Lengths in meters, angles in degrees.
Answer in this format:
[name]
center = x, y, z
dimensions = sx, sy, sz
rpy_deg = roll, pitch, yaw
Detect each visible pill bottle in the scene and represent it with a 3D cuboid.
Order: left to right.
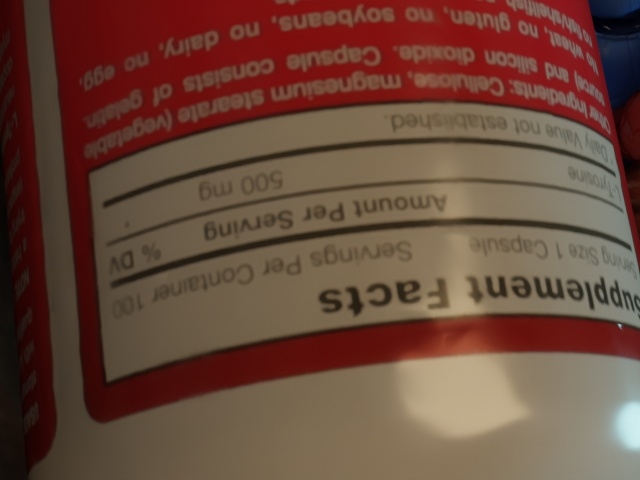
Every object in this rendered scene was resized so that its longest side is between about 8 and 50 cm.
[pill bottle]
center = 0.000, 0.000, 0.549
dimensions = 0.229, 0.229, 0.408
rpy_deg = 6, 68, -38

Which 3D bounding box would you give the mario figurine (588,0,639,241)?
[mario figurine]
center = 0.183, -0.095, 0.747
dimensions = 0.198, 0.170, 0.321
rpy_deg = -56, 136, -47
